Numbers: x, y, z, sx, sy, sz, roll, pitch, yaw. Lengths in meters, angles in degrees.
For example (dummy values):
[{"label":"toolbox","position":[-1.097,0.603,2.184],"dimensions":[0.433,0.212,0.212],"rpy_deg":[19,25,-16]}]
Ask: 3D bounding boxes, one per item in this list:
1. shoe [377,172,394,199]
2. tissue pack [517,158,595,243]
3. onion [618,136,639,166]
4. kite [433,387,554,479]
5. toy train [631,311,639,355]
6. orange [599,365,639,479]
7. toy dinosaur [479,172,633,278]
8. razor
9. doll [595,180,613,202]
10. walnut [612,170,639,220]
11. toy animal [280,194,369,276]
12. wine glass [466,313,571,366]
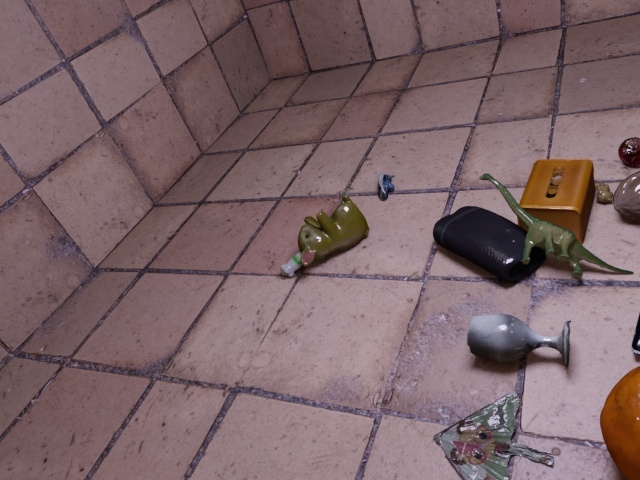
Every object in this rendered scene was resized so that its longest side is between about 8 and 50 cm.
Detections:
[{"label":"shoe","position":[0.270,-0.220,2.168],"dimensions":[0.071,0.063,0.143],"rpy_deg":[3,44,5]},{"label":"tissue pack","position":[0.764,-0.132,1.700],"dimensions":[0.195,0.145,0.274],"rpy_deg":[6,44,32]},{"label":"onion","position":[1.073,-0.301,1.802],"dimensions":[0.107,0.097,0.107],"rpy_deg":[1,72,-3]},{"label":"kite","position":[0.389,0.474,1.206],"dimensions":[0.268,0.013,0.323],"rpy_deg":[-2,42,29]},{"label":"toy train","position":[0.807,0.206,1.301],"dimensions":[0.043,0.047,0.207],"rpy_deg":[8,46,38]},{"label":"orange","position":[0.689,0.365,0.997],"dimensions":[0.284,0.226,0.284],"rpy_deg":[-17,30,10]},{"label":"toy dinosaur","position":[0.678,-0.039,1.555],"dimensions":[0.447,0.087,0.300],"rpy_deg":[18,46,2]},{"label":"razor","position":[0.532,-0.001,1.675],"dimensions":[0.204,0.113,0.349],"rpy_deg":[-30,35,-18]},{"label":"doll","position":[0.930,-0.160,1.719],"dimensions":[0.062,0.051,0.093],"rpy_deg":[30,64,2]},{"label":"walnut","position":[0.988,-0.142,1.572],"dimensions":[0.231,0.178,0.178],"rpy_deg":[-23,34,7]},{"label":"toy animal","position":[-0.003,-0.020,1.933],"dimensions":[0.363,0.180,0.181],"rpy_deg":[-28,-2,-16]},{"label":"wine glass","position":[0.505,0.251,1.344],"dimensions":[0.241,0.126,0.126],"rpy_deg":[1,41,29]}]
